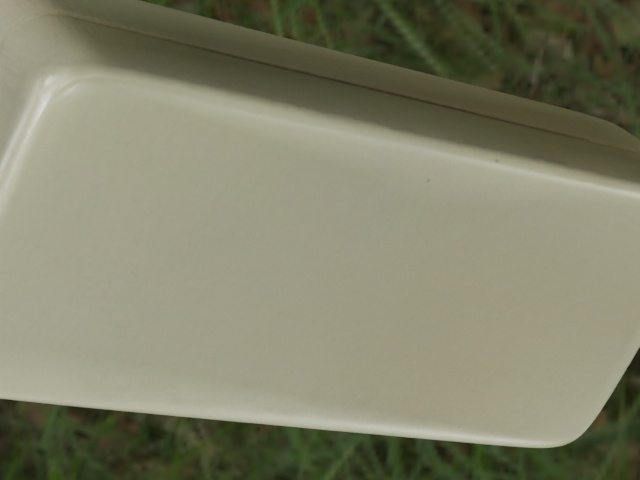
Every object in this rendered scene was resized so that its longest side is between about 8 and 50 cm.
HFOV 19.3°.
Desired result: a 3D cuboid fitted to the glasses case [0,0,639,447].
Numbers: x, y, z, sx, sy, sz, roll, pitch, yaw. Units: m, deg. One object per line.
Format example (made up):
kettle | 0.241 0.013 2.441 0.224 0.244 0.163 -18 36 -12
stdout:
glasses case | 0.000 0.000 0.758 0.336 0.076 0.144 11 116 -38
